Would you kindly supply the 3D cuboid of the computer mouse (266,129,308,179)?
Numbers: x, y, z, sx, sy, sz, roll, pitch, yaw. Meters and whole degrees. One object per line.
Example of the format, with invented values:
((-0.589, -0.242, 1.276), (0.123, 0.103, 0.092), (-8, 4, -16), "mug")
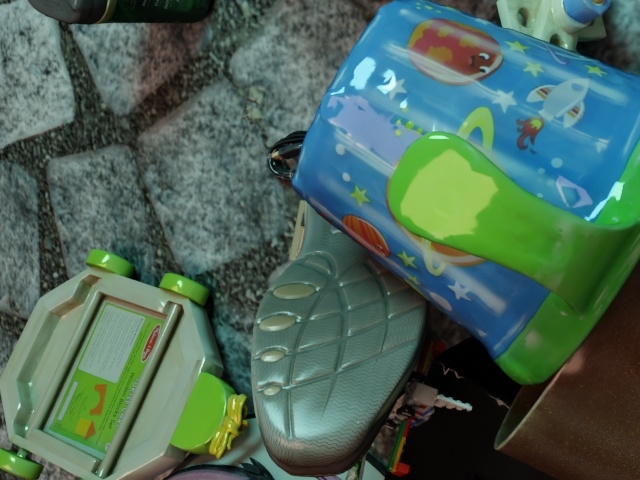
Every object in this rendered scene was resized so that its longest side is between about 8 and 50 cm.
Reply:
((0.031, -0.113, 0.949), (0.242, 0.041, 0.071), (-27, 85, 38), "computer mouse")

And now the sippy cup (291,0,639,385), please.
((0.111, -0.053, 0.712), (0.224, 0.240, 0.305), (30, 160, 7), "sippy cup")

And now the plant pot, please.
((0.283, 0.125, 0.737), (0.230, 0.215, 0.215), (32, 119, 10), "plant pot")

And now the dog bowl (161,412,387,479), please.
((-0.057, 0.402, 1.068), (0.407, 0.150, 0.408), (9, 106, 35), "dog bowl")

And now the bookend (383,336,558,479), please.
((0.156, 0.198, 0.909), (0.157, 0.072, 0.156), (31, 117, 27), "bookend")

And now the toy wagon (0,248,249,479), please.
((-0.210, 0.163, 1.102), (0.344, 0.068, 0.267), (15, 75, 32), "toy wagon")

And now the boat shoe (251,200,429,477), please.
((0.032, 0.064, 0.834), (0.132, 0.355, 0.130), (3, 128, 13), "boat shoe")

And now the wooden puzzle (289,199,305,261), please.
((0.000, 0.000, 1.015), (0.078, 0.014, 0.116), (17, 111, 33), "wooden puzzle")

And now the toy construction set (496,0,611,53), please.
((0.248, -0.253, 0.704), (0.215, 0.151, 0.327), (48, 136, -13), "toy construction set")

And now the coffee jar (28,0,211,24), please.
((-0.198, -0.257, 0.992), (0.096, 0.184, 0.079), (23, 114, 30), "coffee jar")

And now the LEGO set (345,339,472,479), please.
((0.073, 0.155, 0.875), (0.060, 0.244, 0.183), (19, 118, 0), "LEGO set")
